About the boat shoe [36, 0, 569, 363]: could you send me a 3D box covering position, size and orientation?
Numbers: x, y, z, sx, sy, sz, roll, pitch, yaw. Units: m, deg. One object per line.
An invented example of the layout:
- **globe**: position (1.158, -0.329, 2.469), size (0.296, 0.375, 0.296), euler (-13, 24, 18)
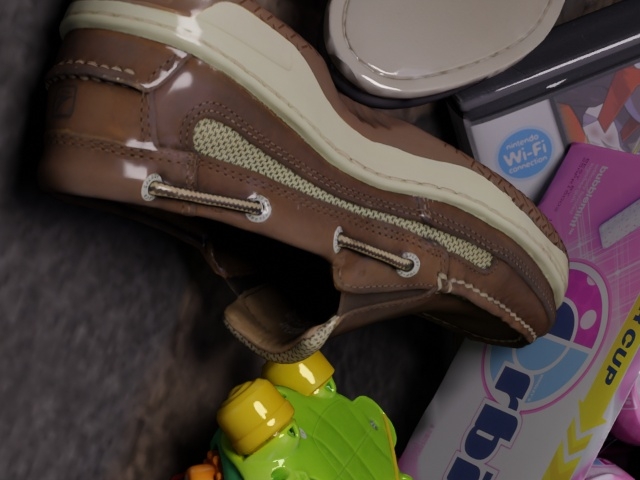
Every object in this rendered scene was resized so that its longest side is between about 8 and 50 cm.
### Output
- **boat shoe**: position (-0.006, 0.000, 0.666), size (0.257, 0.095, 0.095), euler (31, 70, -41)

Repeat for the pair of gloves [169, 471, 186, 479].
- **pair of gloves**: position (-0.074, 0.178, 0.666), size (0.198, 0.023, 0.159), euler (-35, 121, -52)

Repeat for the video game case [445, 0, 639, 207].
- **video game case**: position (0.213, -0.019, 0.864), size (0.275, 0.035, 0.248), euler (-21, 125, -3)

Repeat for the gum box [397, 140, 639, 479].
- **gum box**: position (0.116, 0.051, 0.756), size (0.062, 0.107, 0.188), euler (32, 83, -31)

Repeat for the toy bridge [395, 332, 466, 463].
- **toy bridge**: position (0.051, 0.106, 0.824), size (0.063, 0.026, 0.188), euler (14, 88, -55)

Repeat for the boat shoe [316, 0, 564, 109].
- **boat shoe**: position (0.055, -0.100, 0.733), size (0.075, 0.065, 0.206), euler (43, 46, 0)

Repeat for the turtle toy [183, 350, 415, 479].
- **turtle toy**: position (-0.005, 0.091, 0.690), size (0.095, 0.066, 0.130), euler (52, 21, -1)
